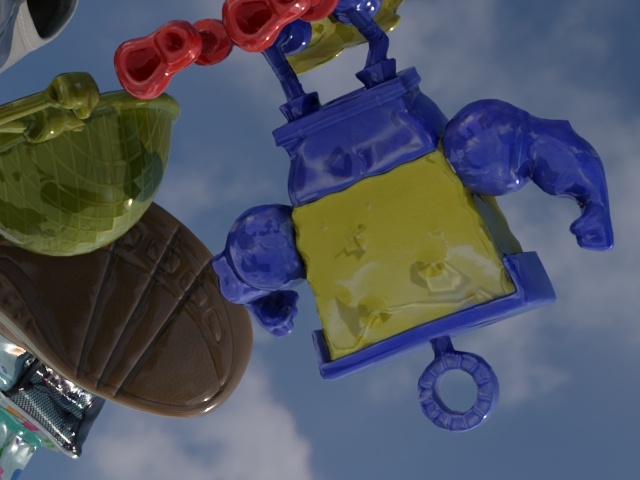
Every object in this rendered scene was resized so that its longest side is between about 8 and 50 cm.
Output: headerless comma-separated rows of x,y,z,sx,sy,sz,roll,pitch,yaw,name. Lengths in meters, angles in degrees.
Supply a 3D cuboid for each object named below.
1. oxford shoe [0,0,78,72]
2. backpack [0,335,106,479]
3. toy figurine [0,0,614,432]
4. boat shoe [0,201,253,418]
-0.205,-0.124,0.765,0.130,0.449,0.169,-11,-77,7,oxford shoe
-0.297,0.064,1.281,0.225,0.191,0.253,19,-28,31,backpack
0.000,0.000,0.761,0.362,0.191,0.217,-23,-89,16,toy figurine
-0.189,-0.001,1.048,0.341,0.122,0.110,36,-11,-28,boat shoe
